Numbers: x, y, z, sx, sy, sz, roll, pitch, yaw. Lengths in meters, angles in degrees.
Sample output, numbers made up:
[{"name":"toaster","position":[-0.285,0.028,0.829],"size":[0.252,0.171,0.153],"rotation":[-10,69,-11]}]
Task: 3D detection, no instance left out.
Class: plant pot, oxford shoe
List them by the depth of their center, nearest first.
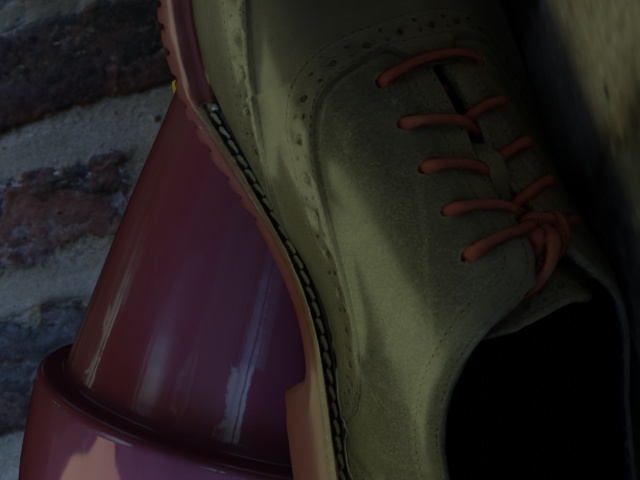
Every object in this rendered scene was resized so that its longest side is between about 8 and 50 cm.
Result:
[{"name":"oxford shoe","position":[0.043,-0.023,0.586],"size":[0.130,0.123,0.348],"rotation":[5,113,61]},{"name":"plant pot","position":[-0.009,0.030,0.738],"size":[0.201,0.201,0.180],"rotation":[-119,39,-78]}]

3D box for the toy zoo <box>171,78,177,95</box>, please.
[{"name":"toy zoo","position":[0.000,0.000,0.928],"size":[0.293,0.030,0.192],"rotation":[2,110,62]}]
